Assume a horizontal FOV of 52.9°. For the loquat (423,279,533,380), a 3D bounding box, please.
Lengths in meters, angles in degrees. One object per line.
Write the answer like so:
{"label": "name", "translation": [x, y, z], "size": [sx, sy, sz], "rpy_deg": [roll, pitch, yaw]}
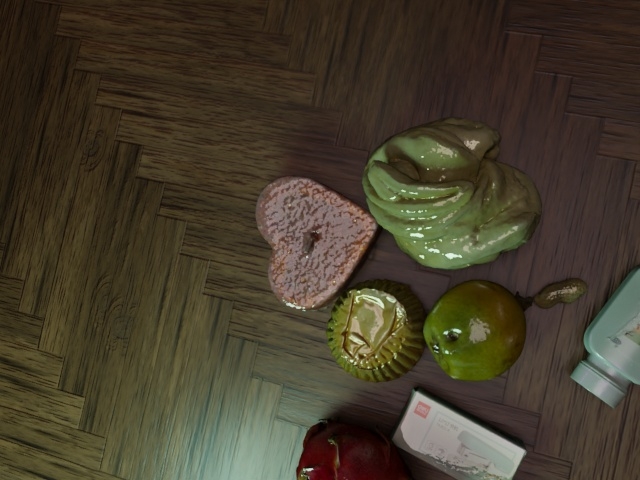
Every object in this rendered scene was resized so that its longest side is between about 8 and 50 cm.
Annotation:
{"label": "loquat", "translation": [0.343, 0.179, 1.354], "size": [0.246, 0.213, 0.213], "rpy_deg": [-26, 80, -14]}

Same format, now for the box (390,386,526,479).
{"label": "box", "translation": [0.295, 0.441, 1.400], "size": [0.269, 0.079, 0.135], "rpy_deg": [27, 92, 13]}

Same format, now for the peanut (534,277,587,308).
{"label": "peanut", "translation": [0.519, 0.115, 1.389], "size": [0.113, 0.054, 0.054], "rpy_deg": [-21, 82, 13]}

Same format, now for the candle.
{"label": "candle", "translation": [0.000, 0.000, 1.477], "size": [0.287, 0.131, 0.316], "rpy_deg": [-10, 85, 9]}

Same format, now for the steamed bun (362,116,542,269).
{"label": "steamed bun", "translation": [0.271, -0.109, 1.375], "size": [0.325, 0.230, 0.372], "rpy_deg": [-34, 77, 5]}

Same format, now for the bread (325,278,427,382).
{"label": "bread", "translation": [0.122, 0.202, 1.427], "size": [0.240, 0.139, 0.240], "rpy_deg": [0, 88, 15]}

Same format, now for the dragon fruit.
{"label": "dragon fruit", "translation": [0.068, 0.506, 1.356], "size": [0.250, 0.250, 0.315], "rpy_deg": [-36, 58, 8]}

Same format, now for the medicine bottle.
{"label": "medicine bottle", "translation": [0.648, 0.196, 1.324], "size": [0.161, 0.111, 0.296], "rpy_deg": [38, 96, 13]}
